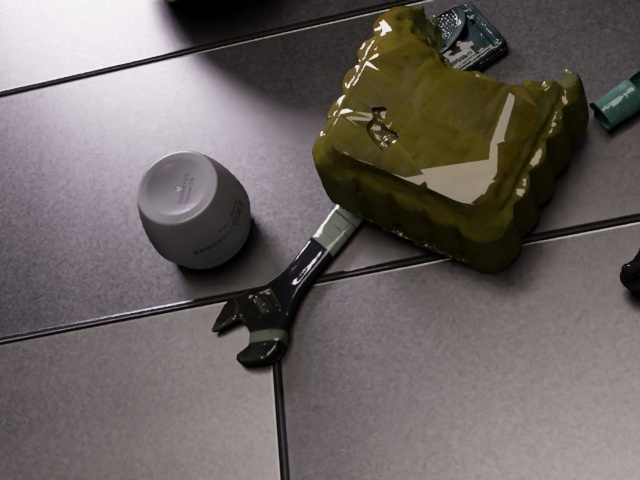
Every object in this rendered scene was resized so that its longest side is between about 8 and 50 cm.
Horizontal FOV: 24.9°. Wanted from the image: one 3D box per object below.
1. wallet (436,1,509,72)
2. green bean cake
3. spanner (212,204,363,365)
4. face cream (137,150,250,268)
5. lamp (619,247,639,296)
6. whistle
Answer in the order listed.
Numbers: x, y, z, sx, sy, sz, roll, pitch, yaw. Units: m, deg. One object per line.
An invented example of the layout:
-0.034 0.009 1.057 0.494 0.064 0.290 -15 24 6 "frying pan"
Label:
0.133 -0.209 1.609 0.129 0.026 0.088 -34 59 -3 "wallet"
0.134 -0.116 1.489 0.236 0.124 0.233 24 74 19 "green bean cake"
0.000 0.000 1.544 0.087 0.024 0.316 29 74 31 "spanner"
-0.136 -0.033 1.551 0.117 0.104 0.117 -7 60 13 "face cream"
0.379 0.027 1.365 0.172 0.147 0.227 -42 48 19 "lamp"
0.369 -0.180 1.519 0.186 0.039 0.039 -34 59 -3 "whistle"
